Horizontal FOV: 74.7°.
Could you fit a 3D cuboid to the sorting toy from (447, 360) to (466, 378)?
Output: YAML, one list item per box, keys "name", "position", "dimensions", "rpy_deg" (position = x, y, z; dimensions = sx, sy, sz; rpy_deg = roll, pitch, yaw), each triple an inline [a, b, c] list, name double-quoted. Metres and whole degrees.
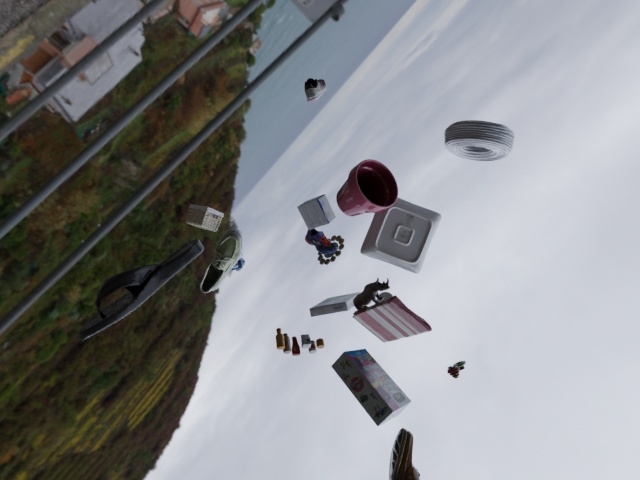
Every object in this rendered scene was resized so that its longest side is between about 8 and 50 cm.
- name: "sorting toy"
  position: [0.505, 0.483, 1.552]
  dimensions: [0.102, 0.042, 0.061]
  rpy_deg: [-12, 165, -44]

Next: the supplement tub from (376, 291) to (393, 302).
- name: "supplement tub"
  position: [0.439, 0.415, 2.761]
  dimensions: [0.117, 0.117, 0.190]
  rpy_deg: [-50, 154, -7]

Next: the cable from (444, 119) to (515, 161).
- name: "cable"
  position: [0.600, -0.380, 1.605]
  dimensions: [0.257, 0.257, 0.089]
  rpy_deg: [-174, -85, -73]

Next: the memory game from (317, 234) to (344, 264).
- name: "memory game"
  position: [0.053, 0.048, 2.200]
  dimensions: [0.186, 0.012, 0.186]
  rpy_deg: [-32, -143, 28]

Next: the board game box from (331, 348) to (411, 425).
- name: "board game box"
  position: [0.216, 0.610, 1.781]
  dimensions: [0.097, 0.303, 0.224]
  rpy_deg: [-51, 151, 13]

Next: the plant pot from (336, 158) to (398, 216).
- name: "plant pot"
  position: [0.161, -0.180, 1.593]
  dimensions: [0.180, 0.201, 0.201]
  rpy_deg: [-32, -160, 51]

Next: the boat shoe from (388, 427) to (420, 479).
- name: "boat shoe"
  position: [0.309, 0.853, 1.538]
  dimensions: [0.111, 0.105, 0.307]
  rpy_deg: [73, 31, -83]

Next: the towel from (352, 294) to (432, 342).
- name: "towel"
  position: [0.325, 0.377, 1.963]
  dimensions: [0.329, 0.237, 0.037]
  rpy_deg: [-35, -162, 51]

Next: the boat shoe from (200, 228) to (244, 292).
- name: "boat shoe"
  position: [-0.404, 0.092, 1.729]
  dimensions: [0.302, 0.109, 0.094]
  rpy_deg: [-63, -178, 17]

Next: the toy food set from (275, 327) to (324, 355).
- name: "toy food set"
  position: [-0.103, 0.484, 2.028]
  dimensions: [0.111, 0.233, 0.104]
  rpy_deg: [103, -19, -46]

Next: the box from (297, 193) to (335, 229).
- name: "box"
  position: [-0.018, -0.131, 1.952]
  dimensions: [0.137, 0.126, 0.072]
  rpy_deg: [-15, -163, 43]

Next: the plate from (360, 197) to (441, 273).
- name: "plate"
  position: [0.341, -0.027, 1.751]
  dimensions: [0.045, 0.278, 0.277]
  rpy_deg: [-127, -122, -83]

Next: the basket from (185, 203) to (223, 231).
- name: "basket"
  position: [-0.600, -0.116, 2.159]
  dimensions: [0.167, 0.113, 0.103]
  rpy_deg: [10, -101, 41]

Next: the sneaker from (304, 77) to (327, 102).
- name: "sneaker"
  position: [-0.022, -0.620, 1.678]
  dimensions: [0.063, 0.074, 0.170]
  rpy_deg: [-4, -142, 26]

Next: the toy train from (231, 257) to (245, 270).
- name: "toy train"
  position: [-0.438, 0.064, 2.117]
  dimensions: [0.080, 0.184, 0.105]
  rpy_deg: [-12, 172, 10]

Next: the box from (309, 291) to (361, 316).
- name: "box"
  position: [0.099, 0.379, 2.508]
  dimensions: [0.233, 0.058, 0.322]
  rpy_deg: [-13, 178, 20]

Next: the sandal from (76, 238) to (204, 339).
- name: "sandal"
  position: [-0.548, 0.116, 1.259]
  dimensions: [0.168, 0.107, 0.445]
  rpy_deg: [-15, -156, 45]

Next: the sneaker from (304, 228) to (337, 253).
- name: "sneaker"
  position: [0.000, 0.000, 2.141]
  dimensions: [0.083, 0.221, 0.087]
  rpy_deg: [-27, 134, -38]

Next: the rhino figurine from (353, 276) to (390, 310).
- name: "rhino figurine"
  position: [0.251, 0.265, 2.040]
  dimensions: [0.243, 0.106, 0.073]
  rpy_deg: [-51, 172, 28]
